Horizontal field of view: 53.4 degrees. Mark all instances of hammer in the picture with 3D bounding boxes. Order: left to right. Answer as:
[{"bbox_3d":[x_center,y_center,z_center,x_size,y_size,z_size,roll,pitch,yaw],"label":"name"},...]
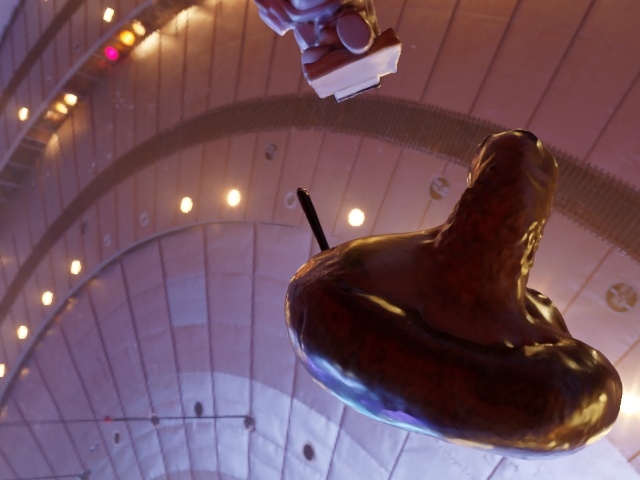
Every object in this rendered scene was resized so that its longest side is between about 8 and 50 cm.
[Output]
[{"bbox_3d":[0.000,0.000,0.766,0.021,0.065,0.178,-33,-121,22],"label":"hammer"}]

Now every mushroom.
[{"bbox_3d":[0.092,0.055,0.527,0.267,0.267,0.255,-14,-90,40],"label":"mushroom"}]

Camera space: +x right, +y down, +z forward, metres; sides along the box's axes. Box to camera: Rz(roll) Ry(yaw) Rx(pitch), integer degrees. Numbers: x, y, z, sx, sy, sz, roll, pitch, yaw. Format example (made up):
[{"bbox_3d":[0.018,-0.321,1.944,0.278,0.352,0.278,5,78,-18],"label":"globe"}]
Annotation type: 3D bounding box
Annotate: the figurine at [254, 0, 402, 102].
[{"bbox_3d":[0.003,-0.277,0.701,0.162,0.141,0.237,-18,-102,8],"label":"figurine"}]
